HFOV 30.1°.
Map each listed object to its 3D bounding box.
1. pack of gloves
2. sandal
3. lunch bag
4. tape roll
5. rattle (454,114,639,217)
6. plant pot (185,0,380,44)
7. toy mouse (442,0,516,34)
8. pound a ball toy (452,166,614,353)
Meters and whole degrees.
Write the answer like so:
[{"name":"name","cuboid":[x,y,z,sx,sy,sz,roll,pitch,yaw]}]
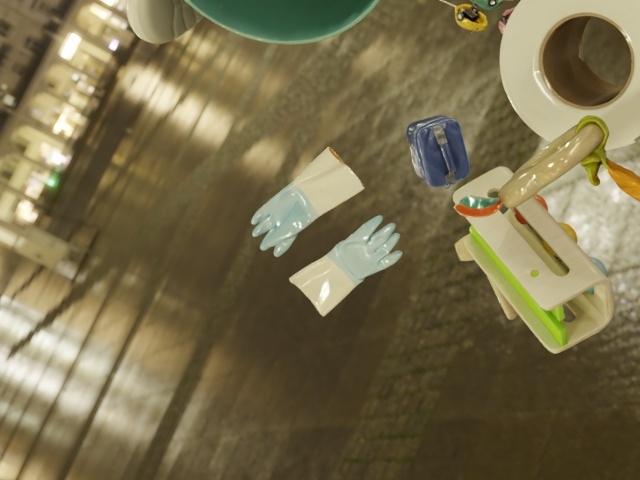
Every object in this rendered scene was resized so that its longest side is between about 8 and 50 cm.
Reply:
[{"name":"pack of gloves","cuboid":[0.000,0.000,1.791,0.232,0.195,0.046,-39,3,40]},{"name":"sandal","cuboid":[-0.166,-0.395,1.472,0.169,0.102,0.416,84,-157,-48]},{"name":"lunch bag","cuboid":[0.161,-0.118,1.615,0.067,0.098,0.065,-19,15,-5]},{"name":"tape roll","cuboid":[0.391,-0.258,1.635,0.169,0.246,0.246,-30,-20,-54]},{"name":"rattle","cuboid":[0.275,-0.044,1.401,0.199,0.143,0.130,-40,20,-10]},{"name":"plant pot","cuboid":[-0.020,-0.398,1.289,0.293,0.293,0.235,-50,8,43]},{"name":"toy mouse","cuboid":[0.285,-0.369,1.931,0.143,0.161,0.031,-32,-30,-33]},{"name":"pound a ball toy","cuboid":[0.326,0.029,1.843,0.136,0.208,0.319,-29,49,-6]}]
